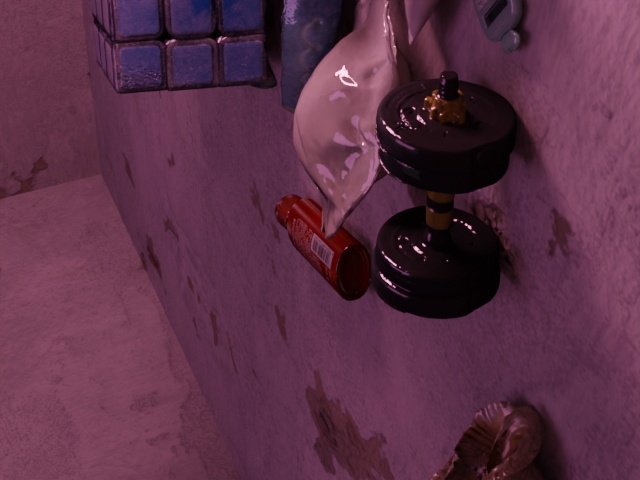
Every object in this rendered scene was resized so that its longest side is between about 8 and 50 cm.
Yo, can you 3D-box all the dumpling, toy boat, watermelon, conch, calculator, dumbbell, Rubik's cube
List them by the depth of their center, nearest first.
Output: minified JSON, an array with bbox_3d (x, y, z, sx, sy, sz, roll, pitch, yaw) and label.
[{"bbox_3d":[0.218,-0.304,1.412,0.095,0.021,0.153,129,123,-68],"label":"calculator"},{"bbox_3d":[0.161,-0.053,1.525,0.185,0.185,0.388,-126,27,-45],"label":"dumbbell"},{"bbox_3d":[0.250,0.398,1.652,0.324,0.186,0.263,-59,32,-2],"label":"conch"},{"bbox_3d":[0.057,-0.181,1.678,0.181,0.341,0.260,34,171,-11],"label":"dumpling"},{"bbox_3d":[0.002,-0.354,1.840,0.330,0.123,0.215,95,-179,-51],"label":"toy boat"},{"bbox_3d":[-0.280,-0.463,2.183,0.304,0.305,0.301,-128,36,-63],"label":"Rubik's cube"},{"bbox_3d":[-0.129,-0.342,2.310,0.061,0.085,0.085,-66,28,7],"label":"watermelon"}]

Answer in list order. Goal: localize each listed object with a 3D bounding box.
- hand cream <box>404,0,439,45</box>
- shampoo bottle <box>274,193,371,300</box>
[{"bbox_3d":[0.146,-0.379,1.447,0.314,0.089,0.140,123,150,-69],"label":"hand cream"},{"bbox_3d":[0.001,0.000,2.182,0.314,0.076,0.118,-136,34,-56],"label":"shampoo bottle"}]
